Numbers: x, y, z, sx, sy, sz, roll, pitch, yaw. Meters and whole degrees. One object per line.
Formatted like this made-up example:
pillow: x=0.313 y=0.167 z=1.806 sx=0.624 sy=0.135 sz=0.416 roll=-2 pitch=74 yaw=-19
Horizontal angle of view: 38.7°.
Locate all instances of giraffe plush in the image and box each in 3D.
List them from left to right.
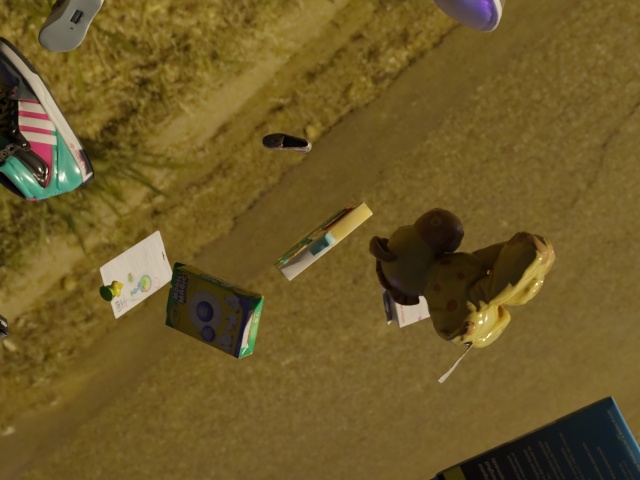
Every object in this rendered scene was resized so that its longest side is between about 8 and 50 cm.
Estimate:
giraffe plush: x=0.151 y=0.038 z=1.087 sx=0.210 sy=0.170 sz=0.181 roll=-41 pitch=159 yaw=-18

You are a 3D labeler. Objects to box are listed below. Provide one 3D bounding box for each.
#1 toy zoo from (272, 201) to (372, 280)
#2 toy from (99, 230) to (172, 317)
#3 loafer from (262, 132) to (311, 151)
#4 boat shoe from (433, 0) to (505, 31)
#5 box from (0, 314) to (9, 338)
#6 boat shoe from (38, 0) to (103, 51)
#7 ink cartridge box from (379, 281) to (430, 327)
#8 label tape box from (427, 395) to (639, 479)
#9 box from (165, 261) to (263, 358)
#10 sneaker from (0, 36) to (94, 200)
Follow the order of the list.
toy zoo: x=0.000 y=0.000 z=1.695 sx=0.192 sy=0.030 sz=0.293 roll=-39 pitch=-175 yaw=-5
toy: x=-0.475 y=0.083 z=2.293 sx=0.056 sy=0.136 sz=0.237 roll=-3 pitch=-158 yaw=28
loafer: x=-0.085 y=-0.247 z=2.275 sx=0.125 sy=0.045 sz=0.039 roll=7 pitch=177 yaw=2
boat shoe: x=0.202 y=-0.370 z=1.206 sx=0.091 sy=0.109 sz=0.305 roll=-64 pitch=163 yaw=-4
box: x=-0.689 y=0.157 z=1.614 sx=0.191 sy=0.045 sz=0.184 roll=-27 pitch=141 yaw=4
boat shoe: x=-0.395 y=-0.380 z=1.470 sx=0.065 sy=0.083 sz=0.183 roll=23 pitch=145 yaw=-31
ink cartridge box: x=0.210 y=0.135 z=2.164 sx=0.143 sy=0.090 sz=0.092 roll=-18 pitch=114 yaw=-14
label tape box: x=0.303 y=0.404 z=1.274 sx=0.348 sy=0.249 sz=0.115 roll=-23 pitch=163 yaw=-3
box: x=-0.182 y=0.109 z=1.472 sx=0.043 sy=0.179 sz=0.105 roll=-12 pitch=118 yaw=-56
sneaker: x=-0.547 y=-0.191 z=1.589 sx=0.178 sy=0.295 sz=0.124 roll=-36 pitch=-166 yaw=-25
